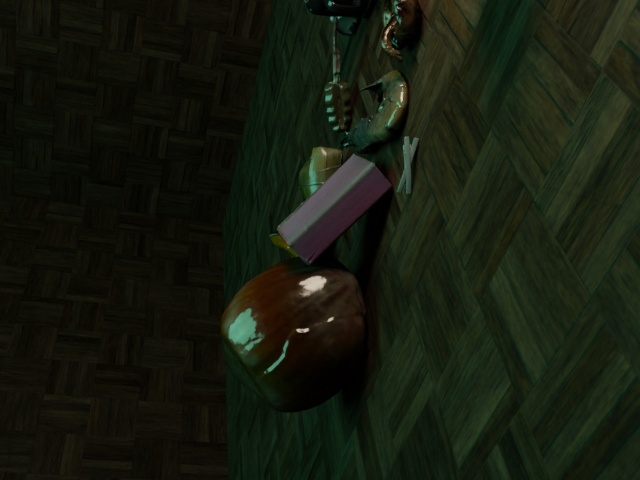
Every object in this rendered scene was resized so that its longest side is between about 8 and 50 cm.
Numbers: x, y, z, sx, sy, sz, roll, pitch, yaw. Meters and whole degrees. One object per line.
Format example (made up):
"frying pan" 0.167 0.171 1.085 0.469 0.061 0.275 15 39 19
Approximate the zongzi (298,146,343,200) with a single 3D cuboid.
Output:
"zongzi" 0.004 -0.105 1.985 0.228 0.115 0.256 139 126 -74

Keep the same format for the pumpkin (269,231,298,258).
"pumpkin" -0.022 0.070 1.992 0.149 0.130 0.254 -32 -78 -61

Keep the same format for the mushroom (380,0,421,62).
"mushroom" 0.170 -0.463 1.562 0.135 0.080 0.170 114 162 -82

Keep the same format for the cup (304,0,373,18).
"cup" 0.056 -0.650 1.902 0.169 0.177 0.223 115 154 -43

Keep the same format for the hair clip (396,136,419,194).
"hair clip" 0.176 -0.150 1.480 0.039 0.030 0.115 56 -138 -83

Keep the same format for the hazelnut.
"hazelnut" -0.052 0.203 1.667 0.372 0.315 0.372 -20 58 36

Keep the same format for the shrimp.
"shrimp" 0.123 -0.298 1.680 0.289 0.075 0.178 155 129 -74

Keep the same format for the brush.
"brush" 0.041 -0.441 1.948 0.084 0.071 0.301 -106 12 -65

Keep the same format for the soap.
"soap" 0.028 -0.073 1.642 0.259 0.081 0.181 -43 19 -1

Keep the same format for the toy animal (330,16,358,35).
"toy animal" 0.068 -0.639 2.063 0.071 0.085 0.124 88 -176 -52
